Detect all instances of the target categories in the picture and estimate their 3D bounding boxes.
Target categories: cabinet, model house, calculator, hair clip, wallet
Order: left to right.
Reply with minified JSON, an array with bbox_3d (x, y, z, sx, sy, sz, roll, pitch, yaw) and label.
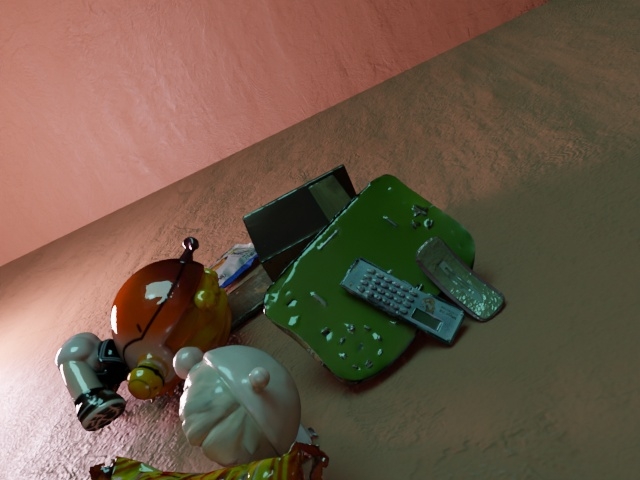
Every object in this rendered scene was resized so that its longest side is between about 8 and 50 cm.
[{"bbox_3d":[-0.115,0.099,1.259,0.232,0.031,0.122,-37,27,-16],"label":"wallet"},{"bbox_3d":[0.000,0.000,1.157,0.215,0.148,0.175,-29,34,-2],"label":"cabinet"},{"bbox_3d":[0.075,0.077,0.968,0.294,0.207,0.154,-45,-17,-19],"label":"model house"},{"bbox_3d":[0.112,0.080,0.873,0.057,0.172,0.018,-57,-13,-19],"label":"calculator"},{"bbox_3d":[0.192,0.054,0.884,0.054,0.137,0.022,-43,-13,-17],"label":"hair clip"}]

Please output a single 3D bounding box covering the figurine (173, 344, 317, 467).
[{"bbox_3d":[-0.078,0.194,0.703,0.144,0.182,0.257,-13,-14,-7],"label":"figurine"}]

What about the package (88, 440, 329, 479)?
[{"bbox_3d":[-0.098,0.298,0.580,0.288,0.223,0.108,-11,-11,30],"label":"package"}]

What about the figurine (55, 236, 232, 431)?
[{"bbox_3d":[-0.291,0.156,1.110,0.323,0.196,0.320,-39,15,0],"label":"figurine"}]

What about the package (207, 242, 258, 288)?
[{"bbox_3d":[-0.211,0.059,1.470,0.171,0.027,0.173,-42,22,-31],"label":"package"}]
